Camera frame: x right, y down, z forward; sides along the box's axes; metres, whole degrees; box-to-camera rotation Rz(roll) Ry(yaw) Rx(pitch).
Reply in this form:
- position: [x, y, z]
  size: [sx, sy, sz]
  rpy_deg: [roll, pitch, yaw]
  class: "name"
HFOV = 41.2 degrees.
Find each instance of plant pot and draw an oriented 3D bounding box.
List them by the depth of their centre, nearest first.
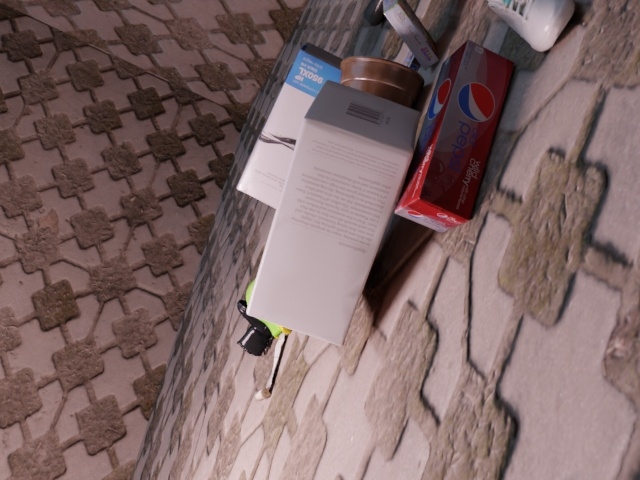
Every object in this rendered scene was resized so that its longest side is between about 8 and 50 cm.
- position: [0.101, -0.242, 1.629]
  size: [0.167, 0.166, 0.165]
  rpy_deg: [166, 118, -73]
  class: "plant pot"

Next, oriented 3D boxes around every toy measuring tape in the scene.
- position: [-0.121, 0.176, 1.851]
  size: [0.121, 0.121, 0.330]
  rpy_deg: [-43, 27, 59]
  class: "toy measuring tape"

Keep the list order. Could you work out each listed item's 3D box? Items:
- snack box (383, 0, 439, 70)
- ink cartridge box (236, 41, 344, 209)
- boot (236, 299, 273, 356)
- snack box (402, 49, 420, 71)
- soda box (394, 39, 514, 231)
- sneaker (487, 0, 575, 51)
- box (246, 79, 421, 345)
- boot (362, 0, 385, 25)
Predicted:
- position: [0.173, -0.407, 1.634]
  size: [0.037, 0.141, 0.100]
  rpy_deg: [-32, 27, 20]
  class: "snack box"
- position: [-0.058, -0.299, 2.236]
  size: [0.285, 0.166, 0.395]
  rpy_deg: [-84, 19, -74]
  class: "ink cartridge box"
- position: [-0.158, 0.203, 1.948]
  size: [0.099, 0.121, 0.045]
  rpy_deg: [-56, 13, 15]
  class: "boot"
- position: [0.170, -0.328, 1.768]
  size: [0.178, 0.022, 0.064]
  rpy_deg: [-64, 13, 11]
  class: "snack box"
- position: [0.196, -0.150, 1.235]
  size: [0.092, 0.083, 0.263]
  rpy_deg: [148, 143, -69]
  class: "soda box"
- position: [0.278, -0.324, 1.185]
  size: [0.080, 0.094, 0.212]
  rpy_deg: [-61, 15, 16]
  class: "sneaker"
- position: [0.022, -0.046, 1.359]
  size: [0.215, 0.168, 0.346]
  rpy_deg: [-70, -2, -63]
  class: "box"
- position: [0.172, -0.641, 2.177]
  size: [0.208, 0.076, 0.190]
  rpy_deg: [-49, 7, 34]
  class: "boot"
